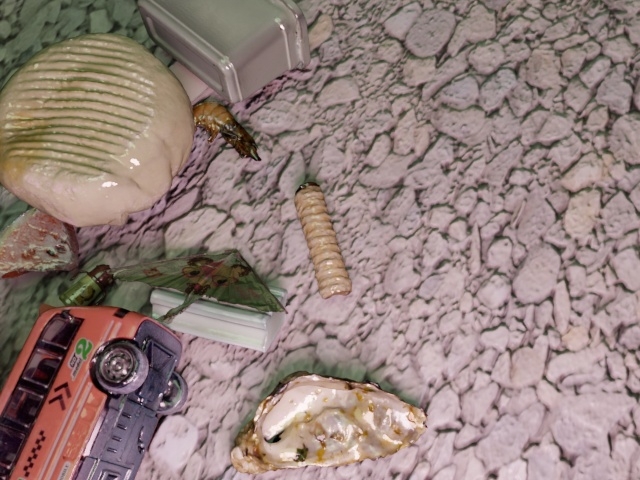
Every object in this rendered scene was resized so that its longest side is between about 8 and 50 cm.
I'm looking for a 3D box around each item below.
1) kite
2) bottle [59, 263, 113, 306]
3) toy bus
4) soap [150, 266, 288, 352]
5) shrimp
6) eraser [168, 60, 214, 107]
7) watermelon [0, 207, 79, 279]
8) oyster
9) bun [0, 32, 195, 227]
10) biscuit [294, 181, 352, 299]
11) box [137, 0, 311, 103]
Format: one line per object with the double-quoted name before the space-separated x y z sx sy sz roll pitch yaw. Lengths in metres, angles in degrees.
"kite" -0.192 0.069 1.270 0.323 0.013 0.267 10 25 13
"bottle" -0.405 0.081 1.362 0.101 0.063 0.047 -44 40 -16
"toy bus" -0.382 0.307 1.177 0.233 0.203 0.426 14 71 18
"soap" -0.164 0.110 1.282 0.198 0.066 0.119 12 25 12
"shrimp" -0.207 -0.175 1.458 0.148 0.035 0.195 -38 62 -12
"eraser" -0.268 -0.303 1.531 0.150 0.023 0.104 -43 68 -12
"watermelon" -0.495 0.023 1.393 0.139 0.071 0.187 32 65 12
"oyster" 0.014 0.289 1.209 0.295 0.094 0.166 6 85 -1
"bun" -0.392 -0.183 1.384 0.366 0.219 0.365 -2 62 4
"biscuit" 0.000 0.000 1.345 0.061 0.055 0.219 -11 64 -16
"box" -0.192 -0.406 1.478 0.182 0.175 0.312 -42 68 -17
